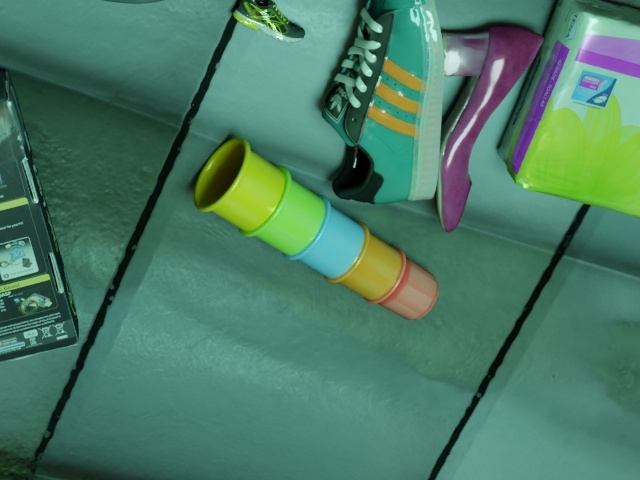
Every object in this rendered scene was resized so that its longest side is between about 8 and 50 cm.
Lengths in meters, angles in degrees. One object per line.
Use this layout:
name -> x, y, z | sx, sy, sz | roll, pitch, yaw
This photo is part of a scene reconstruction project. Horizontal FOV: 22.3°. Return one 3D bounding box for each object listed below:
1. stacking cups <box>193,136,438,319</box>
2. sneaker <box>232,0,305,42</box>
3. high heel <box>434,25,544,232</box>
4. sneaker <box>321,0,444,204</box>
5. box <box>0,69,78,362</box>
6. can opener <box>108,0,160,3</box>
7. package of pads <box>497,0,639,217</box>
stacking cups -> 0.000, 0.000, 1.868 | 0.316, 0.096, 0.096 | 34, 107, -31
sneaker -> -0.052, -0.240, 1.745 | 0.083, 0.031, 0.035 | 17, 113, -21
high heel -> 0.188, -0.124, 1.839 | 0.117, 0.082, 0.244 | 0, 107, -3
sneaker -> 0.063, -0.168, 1.768 | 0.121, 0.108, 0.302 | -9, 122, -12
box -> -0.489, 0.013, 1.752 | 0.395, 0.097, 0.318 | -14, 123, -5
can opener -> -0.270, -0.291, 1.628 | 0.283, 0.095, 0.076 | 4, 117, -15
package of pads -> 0.374, -0.139, 1.859 | 0.297, 0.101, 0.229 | 11, 116, -18
